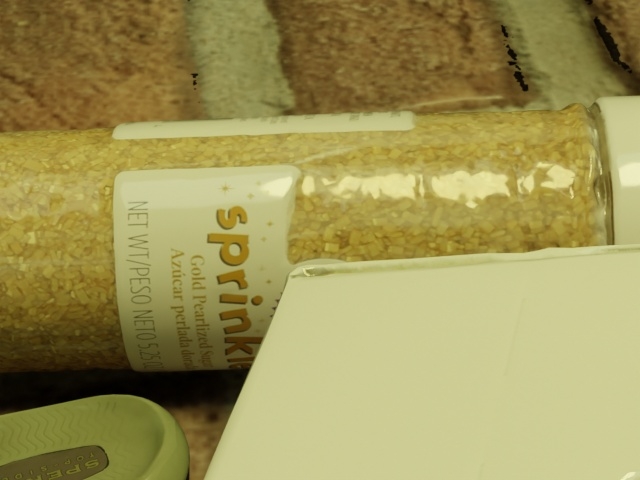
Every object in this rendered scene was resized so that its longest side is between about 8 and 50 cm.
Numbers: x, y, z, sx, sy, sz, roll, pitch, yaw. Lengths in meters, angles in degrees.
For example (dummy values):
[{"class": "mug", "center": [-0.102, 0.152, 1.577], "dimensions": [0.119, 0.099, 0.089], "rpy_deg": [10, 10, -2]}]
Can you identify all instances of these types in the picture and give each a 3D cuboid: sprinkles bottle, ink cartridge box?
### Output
[{"class": "sprinkles bottle", "center": [0.000, 0.000, 0.806], "dimensions": [0.355, 0.121, 0.121], "rpy_deg": [-2, 36, 3]}, {"class": "ink cartridge box", "center": [0.060, 0.185, 0.380], "dimensions": [0.129, 0.307, 0.223], "rpy_deg": [-3, 35, 19]}]

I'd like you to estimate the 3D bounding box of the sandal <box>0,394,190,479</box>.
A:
[{"class": "sandal", "center": [-0.202, 0.107, 0.707], "dimensions": [0.302, 0.086, 0.120], "rpy_deg": [-18, 38, -18]}]
